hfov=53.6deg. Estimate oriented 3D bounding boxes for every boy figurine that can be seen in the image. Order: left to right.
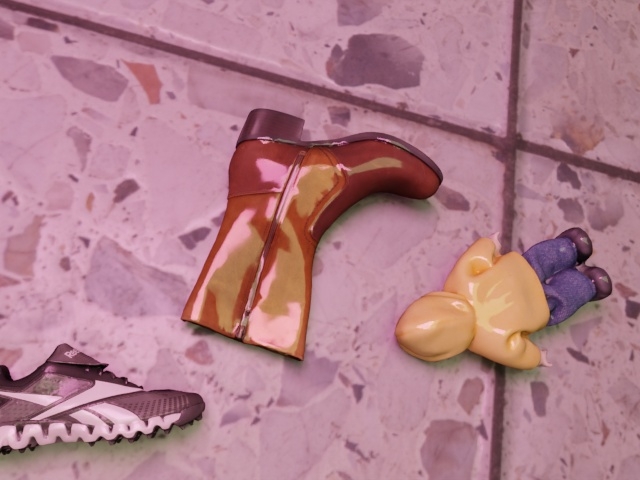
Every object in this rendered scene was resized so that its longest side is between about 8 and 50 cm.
[{"bbox_3d":[0.223,0.083,0.782,0.285,0.092,0.177,-21,80,-19],"label":"boy figurine"}]

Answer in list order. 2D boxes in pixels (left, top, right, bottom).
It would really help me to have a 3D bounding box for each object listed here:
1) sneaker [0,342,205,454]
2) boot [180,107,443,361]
[{"bbox_3d":[-0.237,0.156,0.647,0.234,0.078,0.106,-2,76,-13],"label":"sneaker"},{"bbox_3d":[0.000,0.000,0.748,0.263,0.096,0.281,16,71,-9],"label":"boot"}]
